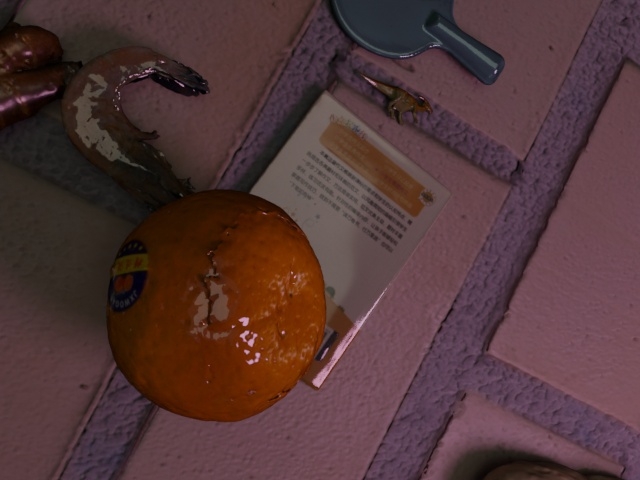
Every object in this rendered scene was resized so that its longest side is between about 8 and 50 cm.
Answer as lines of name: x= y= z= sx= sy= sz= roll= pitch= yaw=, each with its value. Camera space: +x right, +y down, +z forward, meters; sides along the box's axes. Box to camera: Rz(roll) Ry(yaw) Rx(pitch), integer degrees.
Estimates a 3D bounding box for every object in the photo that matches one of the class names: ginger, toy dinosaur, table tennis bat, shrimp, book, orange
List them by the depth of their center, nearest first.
orange: x=-0.098 y=0.062 z=0.612 sx=0.219 sy=0.193 sz=0.219 roll=12 pitch=70 yaw=-37
ginger: x=-0.325 y=-0.169 z=0.643 sx=0.162 sy=0.073 sz=0.103 roll=-32 pitch=114 yaw=-25
shrimp: x=-0.168 y=-0.109 z=0.690 sx=0.152 sy=0.046 sz=0.219 roll=-48 pitch=110 yaw=-18
book: x=0.000 y=0.000 z=0.750 sx=0.208 sy=0.020 sz=0.295 roll=37 pitch=82 yaw=-11
toy dinosaur: x=0.089 y=-0.168 z=0.767 sx=0.113 sy=0.026 sz=0.041 roll=15 pitch=80 yaw=-23
table tennis bat: x=0.123 y=-0.274 z=0.771 sx=0.244 sy=0.040 sz=0.153 roll=34 pitch=83 yaw=-8

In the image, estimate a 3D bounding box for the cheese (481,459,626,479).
cheese: x=0.311 y=0.369 z=0.795 sx=0.263 sy=0.093 sz=0.159 roll=15 pitch=86 yaw=-13
